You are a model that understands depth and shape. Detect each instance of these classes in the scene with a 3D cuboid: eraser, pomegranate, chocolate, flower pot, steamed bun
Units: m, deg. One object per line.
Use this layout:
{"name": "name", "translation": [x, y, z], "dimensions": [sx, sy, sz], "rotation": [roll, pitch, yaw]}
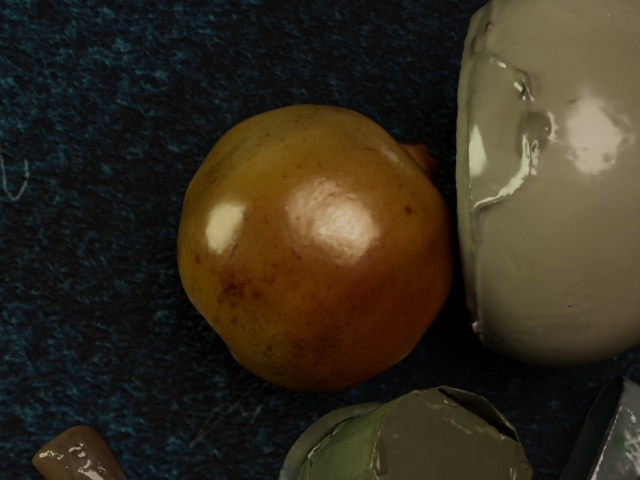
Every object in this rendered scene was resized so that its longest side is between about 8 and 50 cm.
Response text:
{"name": "eraser", "translation": [0.355, 0.260, 1.312], "dimensions": [0.227, 0.081, 0.174], "rotation": [30, 66, -5]}
{"name": "pomegranate", "translation": [0.000, 0.000, 1.222], "dimensions": [0.264, 0.264, 0.264], "rotation": [6, 67, -14]}
{"name": "chocolate", "translation": [-0.206, 0.212, 1.193], "dimensions": [0.064, 0.031, 0.100], "rotation": [-33, 82, -21]}
{"name": "flower pot", "translation": [0.087, 0.219, 1.188], "dimensions": [0.212, 0.202, 0.212], "rotation": [8, 64, -17]}
{"name": "steamed bun", "translation": [0.257, -0.066, 1.247], "dimensions": [0.241, 0.374, 0.374], "rotation": [0, 66, 10]}
